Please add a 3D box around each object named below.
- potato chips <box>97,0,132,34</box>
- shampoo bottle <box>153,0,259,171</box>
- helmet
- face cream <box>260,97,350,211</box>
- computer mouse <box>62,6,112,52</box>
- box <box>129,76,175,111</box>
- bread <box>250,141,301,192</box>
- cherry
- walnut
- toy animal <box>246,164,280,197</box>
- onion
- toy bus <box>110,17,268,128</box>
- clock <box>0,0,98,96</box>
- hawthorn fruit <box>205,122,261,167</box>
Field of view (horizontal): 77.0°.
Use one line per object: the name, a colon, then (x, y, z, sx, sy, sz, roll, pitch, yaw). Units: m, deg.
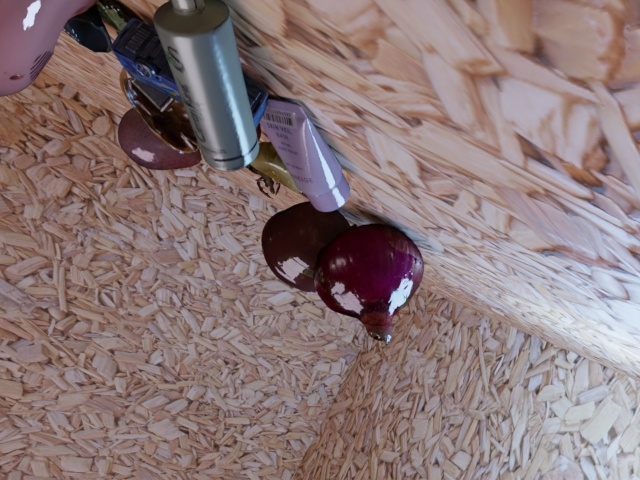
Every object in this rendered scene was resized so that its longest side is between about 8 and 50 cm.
potato chips: (-0.334, -0.357, 0.705, 0.092, 0.028, 0.207, 31, 175, -11)
shampoo bottle: (-0.137, -0.202, 0.498, 0.085, 0.085, 0.262, 28, 153, 18)
helmet: (0.000, 0.000, 1.459, 0.385, 0.337, 0.230, 34, 141, -12)
face cream: (-0.029, -0.166, 0.765, 0.154, 0.096, 0.273, 30, 166, 40)
computer mouse: (-0.403, -0.375, 0.667, 0.106, 0.062, 0.192, 46, -176, -12)
box: (-0.297, -0.297, 0.748, 0.083, 0.035, 0.079, -27, 116, 37)
bread: (-0.091, -0.182, 0.940, 0.157, 0.082, 0.094, 26, 174, 2)
cherry: (-0.502, -0.328, 1.282, 0.240, 0.205, 0.239, -7, 175, -1)
walnut: (-0.314, -0.295, 0.859, 0.167, 0.087, 0.211, -1, 138, 37)
toy animal: (-0.212, -0.242, 1.279, 0.243, 0.087, 0.260, 43, 176, -12)
onion: (0.152, 0.142, 1.224, 0.348, 0.348, 0.384, 30, -142, -34)
toy bus: (-0.203, -0.251, 0.643, 0.237, 0.079, 0.094, 28, 162, -1)
clock: (-0.315, -0.248, 0.407, 0.142, 0.241, 0.227, 27, 178, -40)
hawthorn fruit: (-0.180, -0.219, 0.822, 0.125, 0.139, 0.125, -5, 177, 0)
